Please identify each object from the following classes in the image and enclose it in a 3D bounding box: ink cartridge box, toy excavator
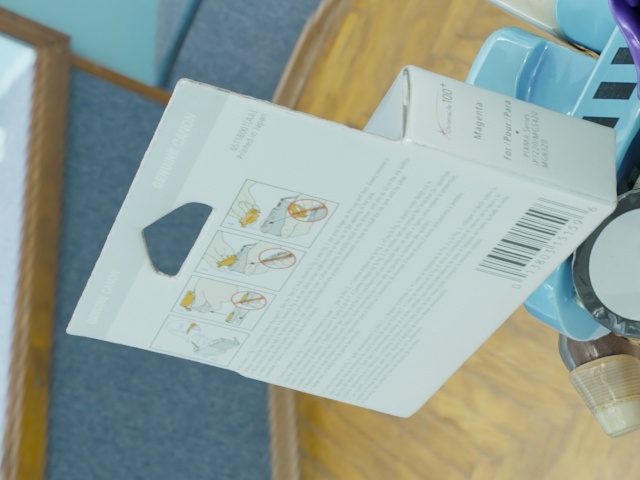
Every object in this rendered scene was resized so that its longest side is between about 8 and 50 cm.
[{"bbox_3d":[0.000,0.000,0.805,0.275,0.239,0.060,125,157,-52],"label":"ink cartridge box"},{"bbox_3d":[0.208,-0.161,1.101,0.445,0.222,0.433,28,93,32],"label":"toy excavator"}]

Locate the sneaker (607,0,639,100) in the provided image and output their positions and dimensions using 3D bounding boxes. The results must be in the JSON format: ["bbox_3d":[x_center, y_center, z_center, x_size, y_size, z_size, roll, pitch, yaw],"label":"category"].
[{"bbox_3d":[0.159,-0.140,0.626,0.068,0.071,0.170,-10,90,54],"label":"sneaker"}]

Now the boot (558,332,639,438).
[{"bbox_3d":[0.294,0.095,1.422,0.090,0.248,0.207,-23,77,17],"label":"boot"}]
